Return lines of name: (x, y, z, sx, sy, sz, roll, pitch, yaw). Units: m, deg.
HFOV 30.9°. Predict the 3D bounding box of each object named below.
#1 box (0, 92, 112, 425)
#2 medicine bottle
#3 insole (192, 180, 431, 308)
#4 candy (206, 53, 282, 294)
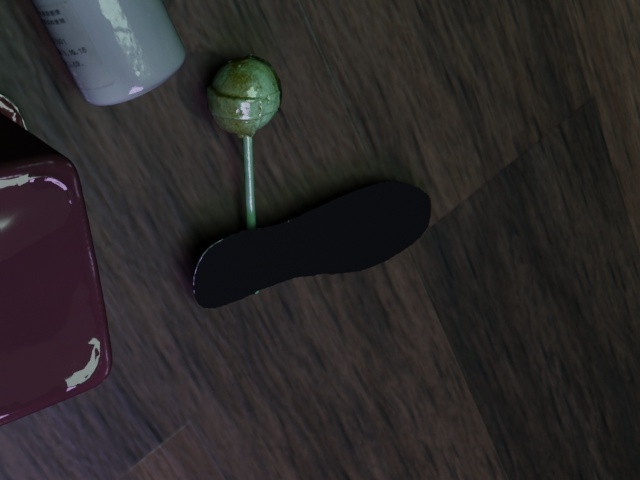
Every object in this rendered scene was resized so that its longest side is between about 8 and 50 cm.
box: (-0.277, 0.030, 0.703, 0.294, 0.167, 0.193, -19, 112, -29)
medicine bottle: (-0.151, -0.164, 0.782, 0.080, 0.080, 0.130, -36, 121, -21)
insole: (0.000, 0.000, 0.964, 0.253, 0.005, 0.086, -16, 126, -36)
candy: (-0.056, -0.047, 0.912, 0.061, 0.061, 0.202, -18, 122, -29)
